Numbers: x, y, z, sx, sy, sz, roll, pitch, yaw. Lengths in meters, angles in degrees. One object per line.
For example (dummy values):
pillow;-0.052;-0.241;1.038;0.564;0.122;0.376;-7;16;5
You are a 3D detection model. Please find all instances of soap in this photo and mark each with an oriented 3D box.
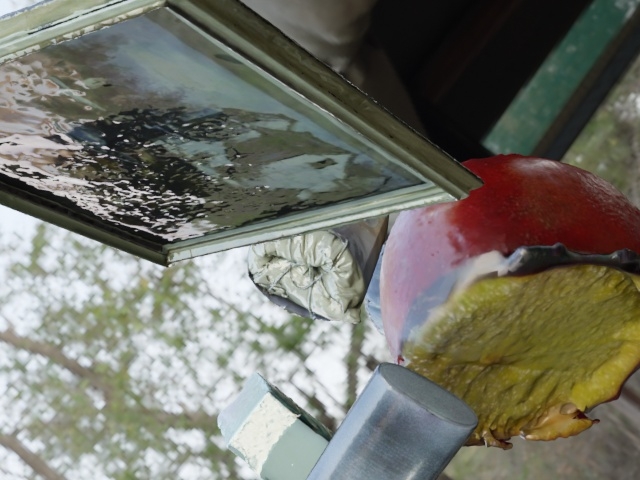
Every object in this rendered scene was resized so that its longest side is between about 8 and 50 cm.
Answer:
soap;-0.007;0.270;1.415;0.091;0.230;0.145;-51;14;-1

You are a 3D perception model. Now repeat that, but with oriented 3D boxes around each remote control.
remote control;0.032;0.266;1.187;0.044;0.107;0.378;-49;-10;-48

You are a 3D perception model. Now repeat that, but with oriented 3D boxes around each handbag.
handbag;0.000;0.000;1.071;0.173;0.117;0.095;-71;0;-59

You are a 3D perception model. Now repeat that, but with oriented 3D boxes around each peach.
peach;0.241;0.073;1.453;0.339;0.353;0.416;-58;-16;21

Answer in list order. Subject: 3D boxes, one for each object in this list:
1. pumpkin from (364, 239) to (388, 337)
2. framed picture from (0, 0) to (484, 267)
pumpkin;0.189;0.091;2.312;0.249;0.216;0.250;-8;-77;-40
framed picture;-0.078;-0.039;0.590;0.296;0.232;0.019;24;-122;-56
